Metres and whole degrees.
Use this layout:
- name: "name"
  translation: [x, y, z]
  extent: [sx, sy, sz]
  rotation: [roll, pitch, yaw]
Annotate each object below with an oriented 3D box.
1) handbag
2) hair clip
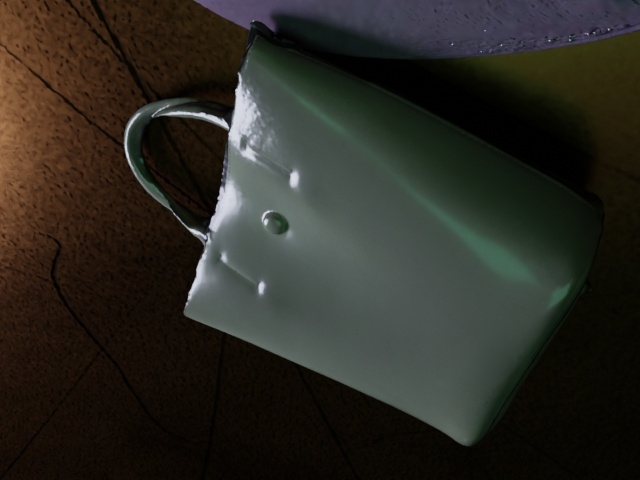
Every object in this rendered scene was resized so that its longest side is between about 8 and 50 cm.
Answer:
- name: "handbag"
  translation: [0.000, 0.000, 0.521]
  extent: [0.315, 0.109, 0.241]
  rotation: [23, 128, 4]
- name: "hair clip"
  translation: [0.047, -0.155, 0.422]
  extent: [0.359, 0.110, 0.095]
  rotation: [5, 85, 17]
